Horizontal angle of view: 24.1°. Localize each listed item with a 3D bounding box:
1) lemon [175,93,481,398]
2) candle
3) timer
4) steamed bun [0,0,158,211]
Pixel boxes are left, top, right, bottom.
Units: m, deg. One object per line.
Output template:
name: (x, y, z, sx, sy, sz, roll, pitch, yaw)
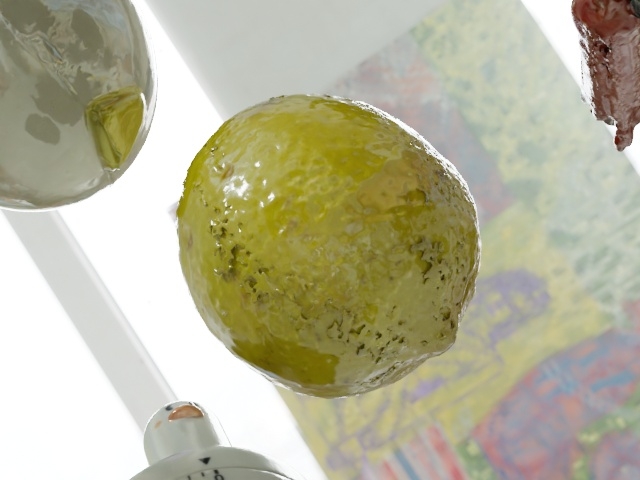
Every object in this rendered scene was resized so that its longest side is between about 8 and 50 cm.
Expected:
lemon: (0.000, 0.000, 1.333, 0.258, 0.310, 0.258, -25, -43, -26)
candle: (0.212, -0.143, 1.089, 0.059, 0.084, 0.301, -24, -19, 4)
timer: (-0.098, 0.279, 1.301, 0.233, 0.233, 0.240, -33, 30, -1)
steamed bun: (-0.348, -0.207, 1.658, 0.334, 0.374, 0.334, -34, 24, 18)
